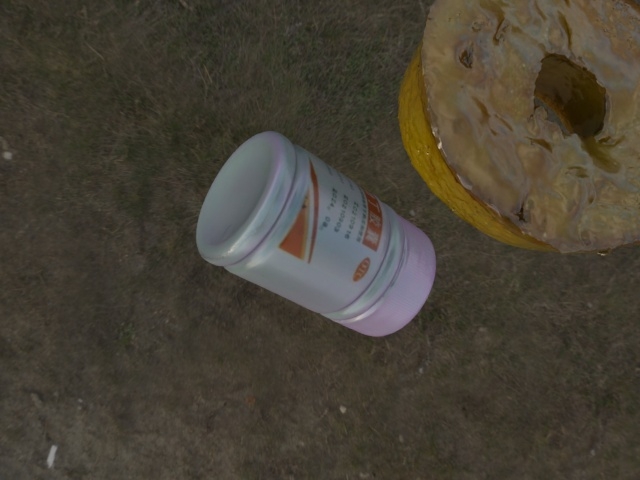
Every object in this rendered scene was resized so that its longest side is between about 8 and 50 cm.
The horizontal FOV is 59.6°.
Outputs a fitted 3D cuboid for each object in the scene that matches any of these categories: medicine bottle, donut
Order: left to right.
[{"bbox_3d":[0.000,0.000,0.829,0.316,0.202,0.202,29,93,-34],"label":"medicine bottle"},{"bbox_3d":[0.193,-0.109,0.491,0.278,0.108,0.277,4,74,-16],"label":"donut"}]
